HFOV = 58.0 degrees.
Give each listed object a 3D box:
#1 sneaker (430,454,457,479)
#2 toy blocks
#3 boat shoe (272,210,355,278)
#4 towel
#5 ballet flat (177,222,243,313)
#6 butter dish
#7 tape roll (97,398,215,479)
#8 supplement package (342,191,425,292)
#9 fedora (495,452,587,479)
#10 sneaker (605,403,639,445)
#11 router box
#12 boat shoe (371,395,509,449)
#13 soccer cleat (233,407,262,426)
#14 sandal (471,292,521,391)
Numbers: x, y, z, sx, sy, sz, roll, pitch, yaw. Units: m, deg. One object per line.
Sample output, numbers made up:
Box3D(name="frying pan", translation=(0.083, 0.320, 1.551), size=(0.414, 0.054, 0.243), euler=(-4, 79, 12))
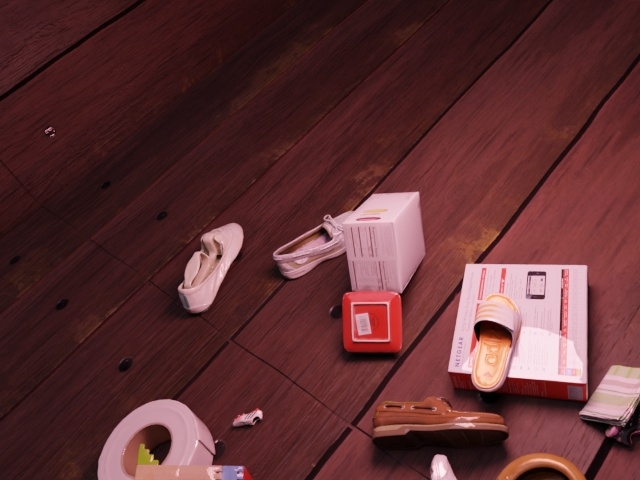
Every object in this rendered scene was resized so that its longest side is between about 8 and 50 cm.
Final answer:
Box3D(name="sneaker", translation=(0.293, 0.549, 1.174), size=(0.115, 0.090, 0.232), euler=(-14, 52, 3))
Box3D(name="toy blocks", translation=(-0.283, 0.647, 1.247), size=(0.260, 0.191, 0.382), euler=(5, 49, -10))
Box3D(name="boat shoe", translation=(-0.002, -0.001, 1.844), size=(0.320, 0.103, 0.118), euler=(-31, 42, -6))
Box3D(name="towel", translation=(0.630, 0.325, 1.229), size=(0.152, 0.023, 0.113), euler=(-45, 12, -23))
Box3D(name="ballet flat", translation=(-0.368, 0.058, 1.944), size=(0.139, 0.139, 0.400), euler=(-2, 47, 24))
Box3D(name="butter dish", translation=(0.147, 0.215, 1.555), size=(0.159, 0.118, 0.160), euler=(-3, 87, 17))
Box3D(name="tape roll", translation=(-0.422, 0.560, 1.488), size=(0.286, 0.100, 0.286), euler=(-14, 42, 13))
Box3D(name="supplement package", translation=(0.185, -0.001, 1.611), size=(0.145, 0.204, 0.262), euler=(0, 21, 25))
Box3D(name="fedora", translation=(0.435, 0.518, 1.128), size=(0.194, 0.079, 0.194), euler=(-17, 46, 18))
Box3D(name="sneaker", translation=(0.648, 0.377, 1.203), size=(0.057, 0.047, 0.119), euler=(37, 69, 22))
Box3D(name="router box", translation=(0.490, 0.208, 1.411), size=(0.300, 0.082, 0.336), euler=(0, 48, 26))
Box3D(name="boat shoe", translation=(0.263, 0.402, 1.305), size=(0.307, 0.111, 0.105), euler=(-7, 46, 19))
Box3D(name="soccer cleat", translation=(-0.191, 0.472, 1.517), size=(0.083, 0.029, 0.036), euler=(-23, 37, -4))
Box3D(name="sandal", translation=(0.401, 0.216, 1.325), size=(0.101, 0.076, 0.265), euler=(0, 48, 26))
